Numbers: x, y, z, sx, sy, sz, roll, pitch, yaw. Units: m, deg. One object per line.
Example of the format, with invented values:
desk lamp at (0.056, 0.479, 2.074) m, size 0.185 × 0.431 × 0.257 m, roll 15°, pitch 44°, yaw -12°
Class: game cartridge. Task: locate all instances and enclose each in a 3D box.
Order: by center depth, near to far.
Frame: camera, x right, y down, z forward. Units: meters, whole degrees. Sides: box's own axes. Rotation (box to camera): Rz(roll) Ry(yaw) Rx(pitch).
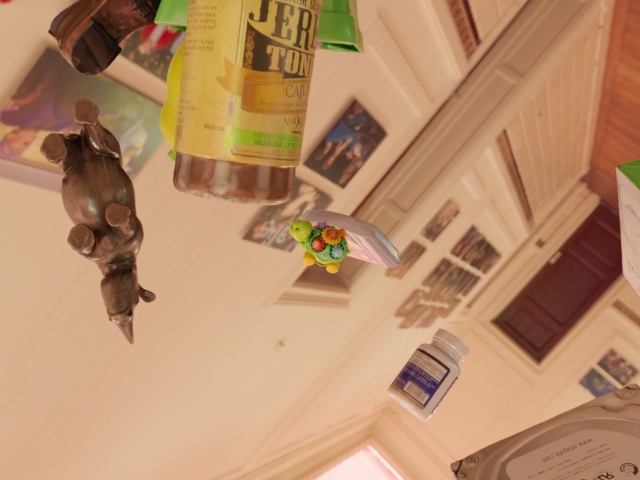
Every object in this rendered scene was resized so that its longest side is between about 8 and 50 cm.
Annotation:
game cartridge at (0.080, -0.013, 1.847) m, size 0.294 × 0.060 × 0.196 m, roll 15°, pitch 154°, yaw 46°

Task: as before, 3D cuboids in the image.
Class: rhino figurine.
rhino figurine at (-0.220, -0.012, 0.640) m, size 0.106 × 0.073 × 0.243 m, roll 157°, pitch 98°, yaw -79°

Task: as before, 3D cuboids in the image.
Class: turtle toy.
turtle toy at (0.000, 0.000, 1.218) m, size 0.130 × 0.066 × 0.095 m, roll 19°, pitch -129°, yaw -8°

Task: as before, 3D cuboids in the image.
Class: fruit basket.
fruit basket at (-0.084, -0.269, 0.892) m, size 0.283 × 0.392 × 0.392 m, roll 8°, pitch -172°, yaw 4°

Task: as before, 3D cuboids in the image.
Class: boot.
boot at (-0.277, -0.329, 0.846) m, size 0.106 × 0.219 × 0.082 m, roll 38°, pitch 169°, yaw 33°

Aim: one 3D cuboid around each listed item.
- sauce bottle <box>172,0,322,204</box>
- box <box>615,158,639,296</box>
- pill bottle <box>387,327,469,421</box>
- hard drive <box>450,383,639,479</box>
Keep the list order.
sauce bottle at (-0.053, -0.203, 0.510) m, size 0.111 × 0.344 × 0.111 m, roll 7°, pitch -168°, yaw -2°
box at (0.620, -0.032, 0.971) m, size 0.126 × 0.262 × 0.231 m, roll -92°, pitch -15°, yaw -57°
pill bottle at (0.244, 0.294, 1.383) m, size 0.112 × 0.186 × 0.112 m, roll 37°, pitch 169°, yaw 9°
hard drive at (0.293, 0.288, 0.551) m, size 0.339 × 0.237 × 0.064 m, roll -119°, pitch 9°, yaw -60°
